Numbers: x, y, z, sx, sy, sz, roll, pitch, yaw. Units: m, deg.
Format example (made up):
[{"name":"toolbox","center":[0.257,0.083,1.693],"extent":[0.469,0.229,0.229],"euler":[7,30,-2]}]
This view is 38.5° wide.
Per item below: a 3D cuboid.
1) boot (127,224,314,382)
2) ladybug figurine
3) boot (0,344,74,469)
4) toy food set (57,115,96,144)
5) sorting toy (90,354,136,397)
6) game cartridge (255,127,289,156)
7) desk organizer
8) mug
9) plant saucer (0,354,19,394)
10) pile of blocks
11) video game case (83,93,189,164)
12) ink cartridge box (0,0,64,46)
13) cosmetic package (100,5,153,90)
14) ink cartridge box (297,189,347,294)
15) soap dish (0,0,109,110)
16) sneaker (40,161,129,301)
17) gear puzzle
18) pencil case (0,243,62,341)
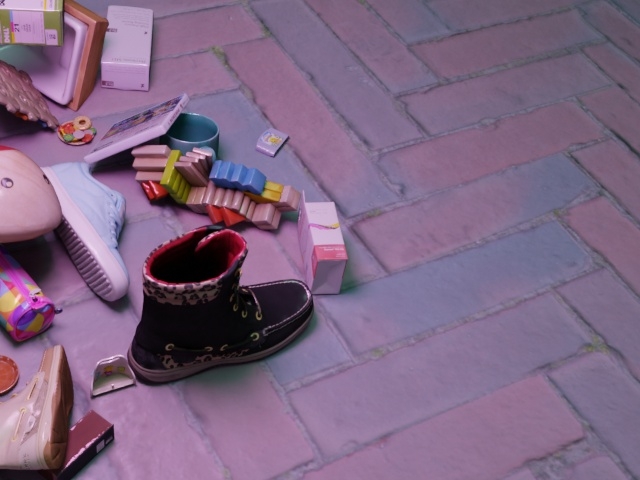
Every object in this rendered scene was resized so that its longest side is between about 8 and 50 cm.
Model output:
[{"name":"boot","center":[-0.164,0.097,1.648],"extent":[0.378,0.284,0.138],"euler":[-15,53,-23]},{"name":"ladybug figurine","center":[-0.687,-0.101,1.702],"extent":[0.450,0.161,0.305],"euler":[8,12,22]},{"name":"boot","center":[-0.522,0.284,1.522],"extent":[0.204,0.095,0.262],"euler":[-9,38,-1]},{"name":"toy food set","center":[-0.546,-0.244,2.053],"extent":[0.083,0.020,0.082],"euler":[-17,54,-26]},{"name":"sorting toy","center":[-0.373,0.231,1.623],"extent":[0.083,0.075,0.044],"euler":[-14,53,-24]},{"name":"game cartridge","center":[-0.115,-0.232,2.144],"extent":[0.056,0.017,0.083],"euler":[22,47,12]},{"name":"desk organizer","center":[-0.409,0.348,1.530],"extent":[0.050,0.047,0.130],"euler":[31,49,19]},{"name":"mug","center":[-0.289,-0.200,2.007],"extent":[0.130,0.097,0.157],"euler":[6,36,-5]},{"name":"plant saucer","center":[-0.574,0.238,1.613],"extent":[0.084,0.013,0.083],"euler":[6,47,-7]},{"name":"pile of blocks","center":[-0.227,-0.101,1.910],"extent":[0.362,0.149,0.112],"euler":[13,67,2]},{"name":"video game case","center":[-0.394,-0.241,1.978],"extent":[0.201,0.023,0.183],"euler":[-19,25,20]},{"name":"ink cartridge box","center":[-0.667,-0.502,1.910],"extent":[0.255,0.097,0.188],"euler":[-1,50,-14]},{"name":"cosmetic package","center":[-0.469,-0.471,2.234],"extent":[0.118,0.085,0.231],"euler":[2,47,-11]},{"name":"ink cartridge box","center":[0.000,0.000,1.890],"extent":[0.067,0.115,0.198],"euler":[-2,49,-13]},{"name":"soap dish","center":[-0.630,-0.468,2.111],"extent":[0.291,0.228,0.118],"euler":[32,33,17]},{"name":"sneaker","center":[-0.439,-0.041,1.816],"extent":[0.150,0.135,0.366],"euler":[-23,58,-26]},{"name":"gear puzzle","center":[-0.682,-0.322,1.924],"extent":[0.044,0.339,0.175],"euler":[-36,77,8]},{"name":"pencil case","center":[-0.584,0.080,1.699],"extent":[0.104,0.104,0.236],"euler":[-31,61,-34]}]
